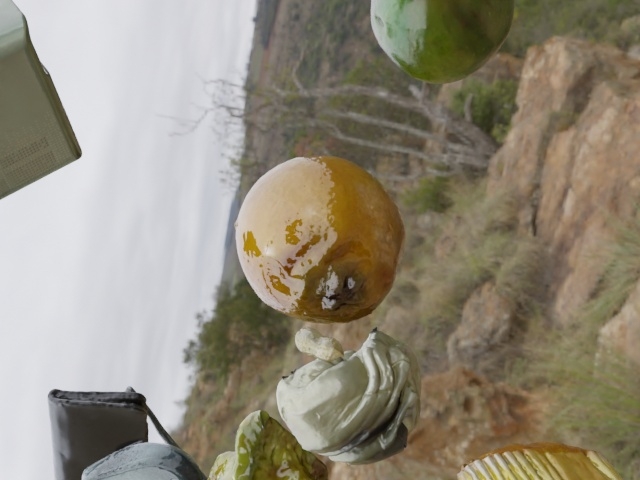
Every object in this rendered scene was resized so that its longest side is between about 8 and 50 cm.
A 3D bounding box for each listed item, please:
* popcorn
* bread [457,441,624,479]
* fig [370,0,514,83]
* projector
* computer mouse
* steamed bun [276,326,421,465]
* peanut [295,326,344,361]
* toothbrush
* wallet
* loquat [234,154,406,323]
[{"bbox_3d":[-0.104,0.467,1.311,0.290,0.321,0.326,-36,12,18],"label":"popcorn"},{"bbox_3d":[0.266,0.333,0.961,0.133,0.250,0.179,59,137,49],"label":"bread"},{"bbox_3d":[0.151,-0.298,1.011,0.191,0.181,0.181,9,-89,-69],"label":"fig"},{"bbox_3d":[-0.385,-0.161,0.849,0.163,0.177,0.242,46,159,30],"label":"projector"},{"bbox_3d":[-0.254,0.346,1.148,0.113,0.229,0.068,57,-151,-15],"label":"computer mouse"},{"bbox_3d":[0.084,0.339,1.628,0.206,0.320,0.275,56,163,36],"label":"steamed bun"},{"bbox_3d":[-0.001,0.134,1.022,0.083,0.037,0.037,10,91,43],"label":"peanut"},{"bbox_3d":[-0.328,0.434,1.722,0.030,0.297,0.030,-42,10,-24],"label":"toothbrush"},{"bbox_3d":[-0.452,0.429,1.635,0.051,0.197,0.378,-97,16,-45],"label":"wallet"},{"bbox_3d":[0.000,0.000,1.508,0.328,0.328,0.329,-171,90,-86],"label":"loquat"}]
